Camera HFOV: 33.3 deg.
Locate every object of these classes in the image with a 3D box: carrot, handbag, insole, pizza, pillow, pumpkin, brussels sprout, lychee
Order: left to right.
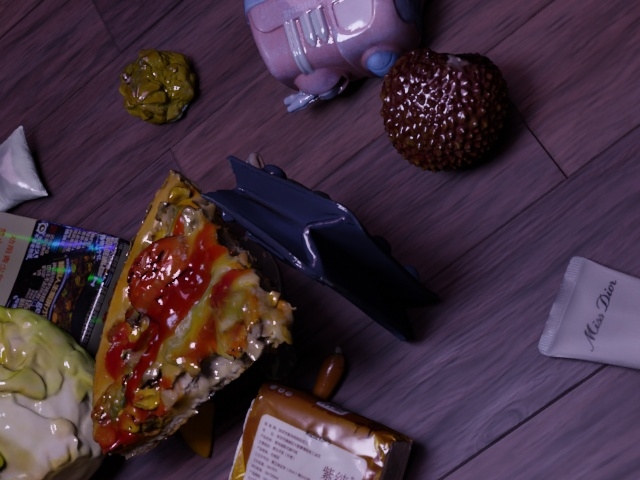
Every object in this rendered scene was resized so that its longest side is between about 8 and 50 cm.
[{"bbox_3d":[-0.615,-0.084,1.973,0.254,0.078,0.144,-32,70,15],"label":"pillow"},{"bbox_3d":[-0.493,0.267,1.647,0.344,0.268,0.344,9,105,38],"label":"brussels sprout"},{"bbox_3d":[-0.248,0.190,1.657,0.163,0.111,0.278,-7,70,31],"label":"pumpkin"},{"bbox_3d":[-0.181,0.086,1.473,0.406,0.130,0.439,-7,66,51],"label":"pizza"},{"bbox_3d":[-0.087,0.099,1.658,0.081,0.011,0.247,-27,62,21],"label":"insole"},{"bbox_3d":[0.000,0.000,1.459,0.269,0.326,0.118,31,84,32],"label":"handbag"},{"bbox_3d":[0.005,0.220,1.553,0.035,0.035,0.142,21,90,32],"label":"carrot"},{"bbox_3d":[0.177,-0.186,1.527,0.188,0.188,0.188,-10,68,25],"label":"lychee"}]

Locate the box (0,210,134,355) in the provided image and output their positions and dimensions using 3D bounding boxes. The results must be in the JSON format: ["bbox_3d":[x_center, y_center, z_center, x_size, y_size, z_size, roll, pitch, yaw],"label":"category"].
[{"bbox_3d":[-0.463,0.070,1.829,0.310,0.084,0.198,12,78,31],"label":"box"}]

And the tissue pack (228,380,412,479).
[{"bbox_3d":[-0.006,0.314,1.475,0.226,0.092,0.183,19,91,33],"label":"tissue pack"}]

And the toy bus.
[{"bbox_3d":[0.032,-0.342,1.657,0.294,0.197,0.231,-17,75,21],"label":"toy bus"}]

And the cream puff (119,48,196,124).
[{"bbox_3d":[-0.290,-0.271,1.843,0.146,0.116,0.146,-9,72,27],"label":"cream puff"}]

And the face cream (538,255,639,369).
[{"bbox_3d":[0.431,0.114,1.340,0.314,0.089,0.143,13,78,42],"label":"face cream"}]
